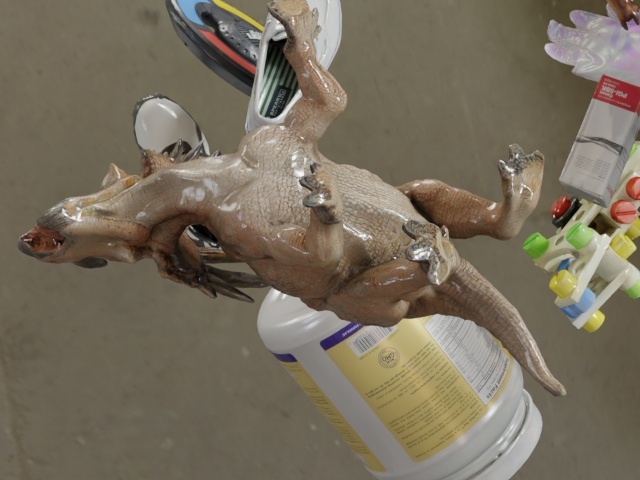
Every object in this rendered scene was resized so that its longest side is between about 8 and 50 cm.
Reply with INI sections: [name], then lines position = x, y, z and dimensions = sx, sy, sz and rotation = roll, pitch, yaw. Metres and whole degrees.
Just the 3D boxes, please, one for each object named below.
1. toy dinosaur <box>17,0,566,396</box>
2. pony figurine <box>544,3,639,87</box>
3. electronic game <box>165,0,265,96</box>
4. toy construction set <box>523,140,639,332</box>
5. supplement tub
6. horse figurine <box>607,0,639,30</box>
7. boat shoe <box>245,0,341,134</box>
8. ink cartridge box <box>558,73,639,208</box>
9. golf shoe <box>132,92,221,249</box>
[toy dinosaur]
position = 0.000, 0.000, 0.794
dimensions = 0.296, 0.200, 0.127
rotation = 30, 53, -8
[pony figurine]
position = 0.501, -0.305, 1.748
dimensions = 0.351, 0.363, 0.303
rotation = 28, 53, 14
[electronic game]
position = -0.087, -0.229, 1.674
dimensions = 0.229, 0.229, 0.048
rotation = 46, 110, 23
[toy construction set]
position = 0.392, -0.036, 1.749
dimensions = 0.328, 0.215, 0.151
rotation = -37, 101, -5
[supplement tub]
position = 0.104, 0.156, 1.757
dimensions = 0.241, 0.241, 0.331
rotation = -40, 107, -7
[horse figurine]
position = 0.298, -0.382, 1.534
dimensions = 0.066, 0.263, 0.174
rotation = -8, 36, 13
[boat shoe]
position = -0.023, -0.201, 1.479
dimensions = 0.083, 0.076, 0.226
rotation = 11, 68, -1
[ink cartridge box]
position = 0.332, -0.114, 1.628
dimensions = 0.056, 0.099, 0.135
rotation = 22, 90, 17
[golf shoe]
position = -0.148, -0.075, 1.568
dimensions = 0.077, 0.094, 0.198
rotation = -28, 99, -7
